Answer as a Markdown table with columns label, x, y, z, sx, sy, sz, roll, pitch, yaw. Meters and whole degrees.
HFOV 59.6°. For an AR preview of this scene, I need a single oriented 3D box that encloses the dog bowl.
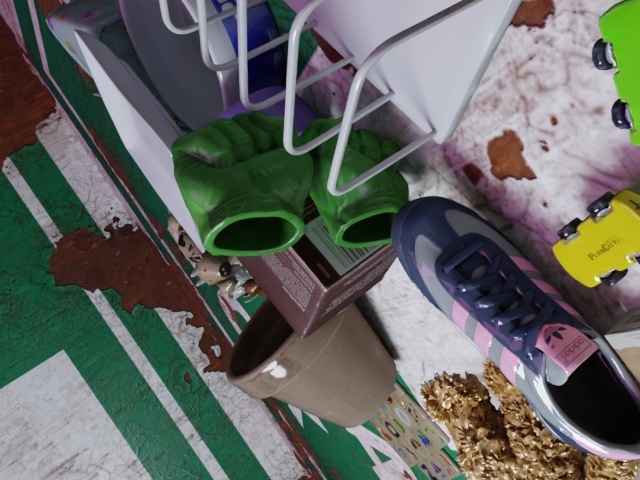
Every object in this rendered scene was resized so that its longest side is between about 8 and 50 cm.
| label | x | y | z | sx | sy | sz | roll | pitch | yaw |
| --- | --- | --- | --- | --- | --- | --- | --- | --- | --- |
| dog bowl | -0.172 | -0.286 | 0.800 | 0.265 | 0.104 | 0.265 | 41 | 152 | 28 |

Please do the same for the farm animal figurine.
| label | x | y | z | sx | sy | sz | roll | pitch | yaw |
| --- | --- | --- | --- | --- | --- | --- | --- | --- | --- |
| farm animal figurine | -0.233 | 0.005 | 1.209 | 0.327 | 0.172 | 0.330 | -1 | 120 | 62 |

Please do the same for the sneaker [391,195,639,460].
| label | x | y | z | sx | sy | sz | roll | pitch | yaw |
| --- | --- | --- | --- | --- | --- | --- | --- | --- | --- |
| sneaker | 0.199 | 0.073 | 0.538 | 0.319 | 0.112 | 0.131 | 46 | 175 | 4 |

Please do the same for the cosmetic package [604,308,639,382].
| label | x | y | z | sx | sy | sz | roll | pitch | yaw |
| --- | --- | --- | --- | --- | --- | --- | --- | --- | --- |
| cosmetic package | 0.313 | 0.114 | 0.486 | 0.115 | 0.041 | 0.060 | 54 | 156 | 5 |

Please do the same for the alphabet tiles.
| label | x | y | z | sx | sy | sz | roll | pitch | yaw |
| --- | --- | --- | --- | --- | --- | --- | --- | --- | --- |
| alphabet tiles | 0.142 | 0.354 | 1.157 | 0.342 | 0.011 | 0.285 | 47 | 155 | 19 |

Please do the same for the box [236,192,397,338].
| label | x | y | z | sx | sy | sz | roll | pitch | yaw |
| --- | --- | --- | --- | --- | --- | --- | --- | --- | --- |
| box | 0.000 | 0.000 | 0.770 | 0.167 | 0.168 | 0.203 | 49 | 155 | 14 |

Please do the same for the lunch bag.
| label | x | y | z | sx | sy | sz | roll | pitch | yaw |
| --- | --- | --- | --- | --- | --- | --- | --- | --- | --- |
| lunch bag | -0.326 | -0.311 | 1.006 | 0.223 | 0.160 | 0.262 | 29 | 158 | 38 |

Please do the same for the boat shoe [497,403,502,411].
| label | x | y | z | sx | sy | sz | roll | pitch | yaw |
| --- | --- | --- | --- | --- | --- | --- | --- | --- | --- |
| boat shoe | 0.301 | 0.329 | 0.752 | 0.227 | 0.069 | 0.081 | 55 | 156 | 2 |

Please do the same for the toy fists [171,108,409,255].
| label | x | y | z | sx | sy | sz | roll | pitch | yaw |
| --- | --- | --- | --- | --- | --- | --- | --- | --- | --- |
| toy fists | -0.019 | -0.071 | 0.601 | 0.096 | 0.279 | 0.142 | -56 | 49 | 44 |

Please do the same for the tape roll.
| label | x | y | z | sx | sy | sz | roll | pitch | yaw |
| --- | --- | --- | --- | --- | --- | --- | --- | --- | --- |
| tape roll | -0.079 | -0.109 | 0.755 | 0.080 | 0.189 | 0.189 | 49 | 155 | 15 |

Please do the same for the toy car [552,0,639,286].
| label | x | y | z | sx | sy | sz | roll | pitch | yaw |
| --- | --- | --- | --- | --- | --- | --- | --- | --- | --- |
| toy car | 0.249 | -0.059 | 0.372 | 0.239 | 0.053 | 0.225 | 6 | 126 | 59 |

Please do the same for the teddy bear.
| label | x | y | z | sx | sy | sz | roll | pitch | yaw |
| --- | --- | --- | --- | --- | --- | --- | --- | --- | --- |
| teddy bear | 0.252 | 0.284 | 0.654 | 0.245 | 0.113 | 0.338 | -11 | 100 | 19 |

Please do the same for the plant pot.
| label | x | y | z | sx | sy | sz | roll | pitch | yaw |
| --- | --- | --- | --- | --- | --- | --- | --- | --- | --- |
| plant pot | 0.005 | 0.200 | 0.968 | 0.229 | 0.263 | 0.263 | 43 | 159 | -14 |

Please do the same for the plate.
| label | x | y | z | sx | sy | sz | roll | pitch | yaw |
| --- | --- | --- | --- | --- | --- | --- | --- | --- | --- |
| plate | -0.255 | -0.147 | 0.856 | 0.278 | 0.045 | 0.277 | 49 | 161 | 21 |

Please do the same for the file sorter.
| label | x | y | z | sx | sy | sz | roll | pitch | yaw |
| --- | --- | --- | --- | --- | --- | --- | --- | --- | --- |
| file sorter | -0.003 | -0.206 | 0.507 | 0.277 | 0.173 | 0.193 | 47 | 155 | 17 |
